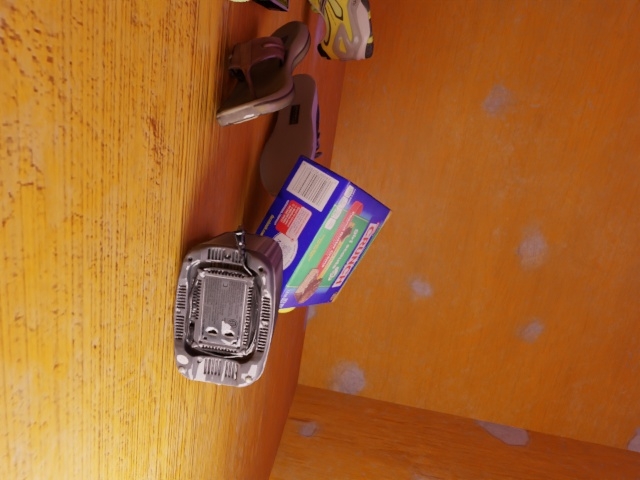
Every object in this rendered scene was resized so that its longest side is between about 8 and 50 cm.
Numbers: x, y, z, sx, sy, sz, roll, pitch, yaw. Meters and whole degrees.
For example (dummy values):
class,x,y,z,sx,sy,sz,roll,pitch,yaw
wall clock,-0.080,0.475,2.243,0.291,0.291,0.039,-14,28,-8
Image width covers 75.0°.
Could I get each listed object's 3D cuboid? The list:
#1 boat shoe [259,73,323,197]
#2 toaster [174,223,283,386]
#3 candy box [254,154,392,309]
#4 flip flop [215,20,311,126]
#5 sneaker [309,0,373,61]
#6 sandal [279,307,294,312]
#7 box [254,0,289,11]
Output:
class,x,y,z,sx,sy,sz,roll,pitch,yaw
boat shoe,-0.053,-0.209,0.893,0.105,0.113,0.306,62,26,-59
toaster,-0.121,0.076,0.588,0.146,0.129,0.227,-78,175,-78
candy box,0.000,0.000,0.871,0.268,0.122,0.317,-59,159,8
flip flop,-0.082,-0.250,0.583,0.080,0.112,0.277,59,35,-41
sneaker,0.034,-0.633,1.004,0.145,0.147,0.384,-49,130,-76
sandal,-0.075,0.027,1.109,0.138,0.126,0.317,75,23,-70
box,-0.079,-0.407,0.602,0.207,0.036,0.114,-70,169,-66
